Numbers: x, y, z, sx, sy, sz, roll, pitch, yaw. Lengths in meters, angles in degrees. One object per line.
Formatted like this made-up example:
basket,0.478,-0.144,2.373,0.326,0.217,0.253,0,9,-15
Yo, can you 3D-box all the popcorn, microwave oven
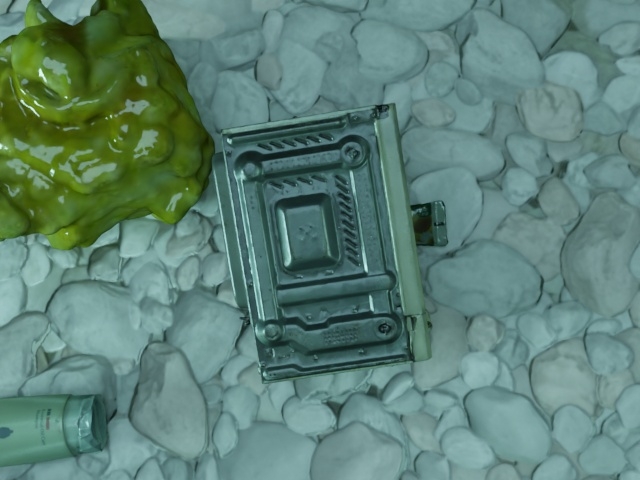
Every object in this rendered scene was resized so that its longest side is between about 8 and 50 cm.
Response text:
popcorn,-0.251,-0.112,1.010,0.250,0.235,0.242,-21,54,-16
microwave oven,0.000,0.000,0.974,0.194,0.145,0.241,-9,95,1

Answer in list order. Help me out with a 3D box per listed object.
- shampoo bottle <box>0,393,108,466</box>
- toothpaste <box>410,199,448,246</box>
shampoo bottle,-0.332,0.200,1.053,0.212,0.049,0.072,-8,76,5
toothpaste,0.031,-0.010,1.057,0.204,0.031,0.049,-5,97,5
